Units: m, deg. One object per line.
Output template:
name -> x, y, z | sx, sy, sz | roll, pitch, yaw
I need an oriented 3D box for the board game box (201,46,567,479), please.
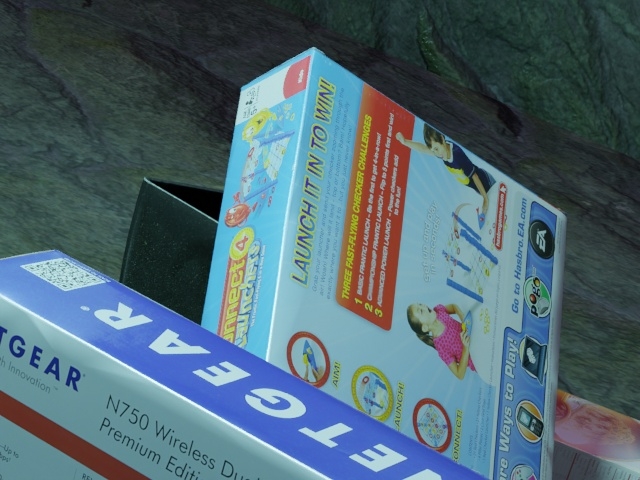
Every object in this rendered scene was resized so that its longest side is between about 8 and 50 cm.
board game box -> 0.056, 0.058, 1.450 | 0.302, 0.308, 0.086 | 30, -37, -33

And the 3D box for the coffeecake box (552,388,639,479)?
coffeecake box -> 0.234, 0.196, 1.700 | 0.185, 0.068, 0.142 | 21, 15, 11

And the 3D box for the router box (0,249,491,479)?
router box -> -0.070, 0.207, 0.922 | 0.335, 0.301, 0.082 | 26, 20, 28

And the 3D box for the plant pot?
plant pot -> -0.067, 0.068, 1.597 | 0.188, 0.167, 0.187 | 30, 10, 27
